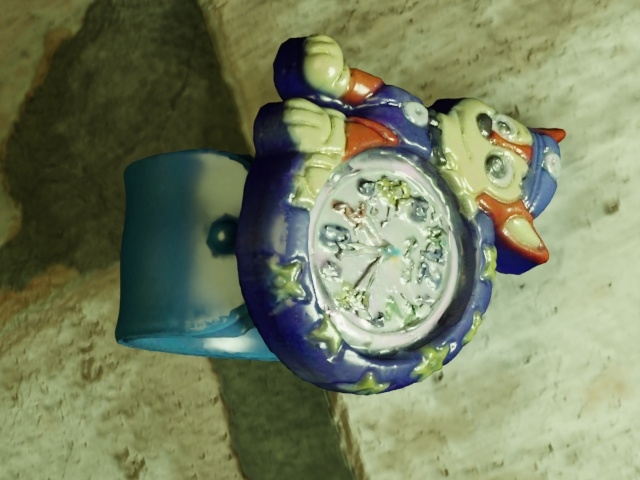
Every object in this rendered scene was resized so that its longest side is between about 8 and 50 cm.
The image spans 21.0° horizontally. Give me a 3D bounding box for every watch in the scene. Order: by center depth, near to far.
[{"bbox_3d":[-0.006,0.005,0.916,0.200,0.196,0.171,-12,64,52],"label":"watch"}]
